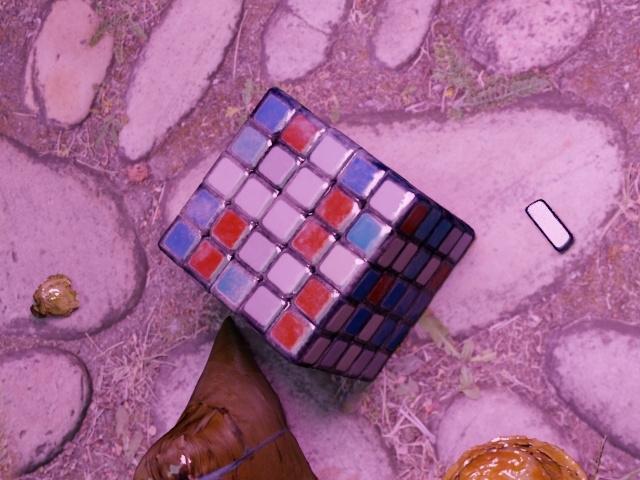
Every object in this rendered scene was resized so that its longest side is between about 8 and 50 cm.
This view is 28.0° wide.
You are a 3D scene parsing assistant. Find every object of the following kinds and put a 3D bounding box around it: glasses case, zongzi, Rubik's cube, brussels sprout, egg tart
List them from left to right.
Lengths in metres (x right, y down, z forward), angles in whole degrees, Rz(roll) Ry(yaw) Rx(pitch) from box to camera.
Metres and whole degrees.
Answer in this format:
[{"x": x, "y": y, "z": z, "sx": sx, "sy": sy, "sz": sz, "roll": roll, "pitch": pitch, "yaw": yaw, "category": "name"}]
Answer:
[{"x": -0.448, "y": 0.096, "z": 2.127, "sx": 0.085, "sy": 0.058, "sz": 0.085, "roll": -8, "pitch": 77, "yaw": 38, "category": "brussels sprout"}, {"x": -0.164, "y": 0.250, "z": 1.838, "sx": 0.160, "sy": 0.323, "sz": 0.360, "roll": -28, "pitch": 65, "yaw": 23, "category": "zongzi"}, {"x": 0.000, "y": 0.000, "z": 1.837, "sx": 0.292, "sy": 0.287, "sz": 0.293, "roll": 40, "pitch": 95, "yaw": 25, "category": "Rubik's cube"}, {"x": 0.253, "y": 0.359, "z": 1.723, "sx": 0.241, "sy": 0.106, "sz": 0.241, "roll": -11, "pitch": 48, "yaw": 12, "category": "egg tart"}, {"x": 0.331, "y": -0.022, "z": 1.851, "sx": 0.033, "sy": 0.023, "sz": 0.083, "roll": -38, "pitch": 69, "yaw": 5, "category": "glasses case"}]
